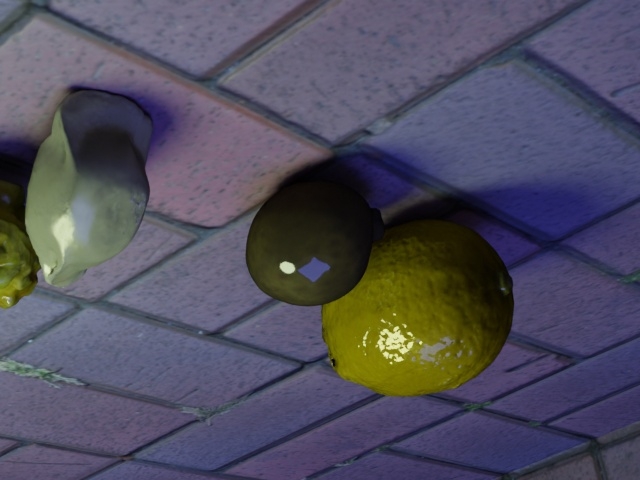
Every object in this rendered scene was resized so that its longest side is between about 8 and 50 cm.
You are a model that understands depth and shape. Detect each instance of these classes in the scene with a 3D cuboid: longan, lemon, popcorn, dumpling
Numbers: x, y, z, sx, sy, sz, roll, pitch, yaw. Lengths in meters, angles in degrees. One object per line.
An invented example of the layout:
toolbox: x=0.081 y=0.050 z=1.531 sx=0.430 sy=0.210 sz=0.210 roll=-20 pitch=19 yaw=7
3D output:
longan: x=0.000 y=0.000 z=1.697 sx=0.204 sy=0.159 sz=0.185 roll=-15 pitch=156 yaw=-32
lemon: x=0.134 y=0.100 z=1.844 sx=0.320 sy=0.245 sz=0.245 roll=-22 pitch=151 yaw=32
popcorn: x=-0.422 y=0.002 z=1.537 sx=0.197 sy=0.156 sz=0.197 roll=-1 pitch=147 yaw=0
dumpling: x=-0.266 y=-0.056 z=1.500 sx=0.162 sy=0.132 sz=0.250 roll=-15 pitch=127 yaw=-49
